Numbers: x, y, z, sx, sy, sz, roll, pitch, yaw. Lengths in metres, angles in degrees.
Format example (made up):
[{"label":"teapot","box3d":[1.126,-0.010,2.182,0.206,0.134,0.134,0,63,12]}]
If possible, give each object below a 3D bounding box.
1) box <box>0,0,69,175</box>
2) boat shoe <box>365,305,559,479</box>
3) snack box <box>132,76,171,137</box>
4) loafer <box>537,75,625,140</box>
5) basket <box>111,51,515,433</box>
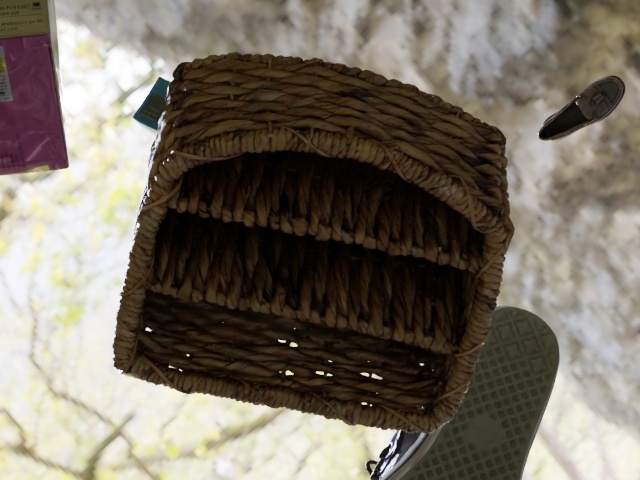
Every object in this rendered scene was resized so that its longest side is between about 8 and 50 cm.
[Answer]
[{"label":"box","box3d":[-0.325,-0.223,1.500,0.117,0.243,0.213,-5,-32,-7]},{"label":"boat shoe","box3d":[0.153,0.313,1.902,0.500,0.187,0.156,-62,3,-23]},{"label":"snack box","box3d":[-0.043,-0.055,1.639,0.060,0.187,0.322,-59,-38,-7]},{"label":"loafer","box3d":[0.321,-0.158,1.855,0.125,0.045,0.039,-36,-3,35]},{"label":"basket","box3d":[0.000,0.000,1.222,0.213,0.299,0.223,114,166,-53]}]
